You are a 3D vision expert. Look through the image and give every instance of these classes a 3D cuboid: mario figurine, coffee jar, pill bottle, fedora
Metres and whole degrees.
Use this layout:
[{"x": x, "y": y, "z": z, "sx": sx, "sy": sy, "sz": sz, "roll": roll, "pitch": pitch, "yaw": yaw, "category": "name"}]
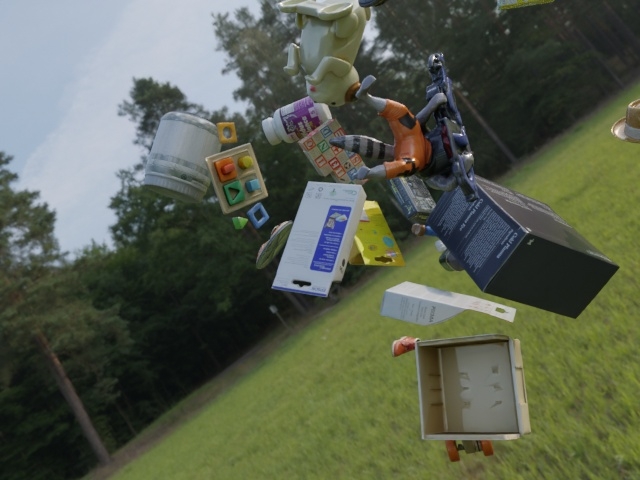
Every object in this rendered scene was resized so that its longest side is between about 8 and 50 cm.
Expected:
[{"x": 0.557, "y": -0.057, "z": 2.395, "sx": 0.170, "sy": 0.321, "sz": 0.198, "roll": -111, "pitch": 38, "yaw": -56, "category": "mario figurine"}, {"x": 0.473, "y": 0.059, "z": 1.980, "sx": 0.096, "sy": 0.079, "sz": 0.184, "roll": -46, "pitch": -4, "yaw": 0, "category": "coffee jar"}, {"x": -0.109, "y": -0.552, "z": 2.651, "sx": 0.302, "sy": 0.169, "sz": 0.169, "roll": -20, "pitch": -2, "yaw": 13, "category": "pill bottle"}, {"x": 0.843, "y": -0.316, "z": 1.459, "sx": 0.195, "sy": 0.079, "sz": 0.194, "roll": -16, "pitch": 29, "yaw": 9, "category": "fedora"}]

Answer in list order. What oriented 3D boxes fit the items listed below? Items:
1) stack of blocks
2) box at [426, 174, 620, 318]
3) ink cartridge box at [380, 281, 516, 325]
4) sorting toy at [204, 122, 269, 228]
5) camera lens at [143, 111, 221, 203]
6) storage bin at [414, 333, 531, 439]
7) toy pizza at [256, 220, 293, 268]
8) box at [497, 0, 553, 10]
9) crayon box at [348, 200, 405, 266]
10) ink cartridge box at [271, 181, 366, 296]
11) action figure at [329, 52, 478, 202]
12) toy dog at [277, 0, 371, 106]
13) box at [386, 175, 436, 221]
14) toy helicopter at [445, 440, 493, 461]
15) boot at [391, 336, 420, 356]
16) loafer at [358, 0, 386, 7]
[{"x": 0.062, "y": -0.336, "z": 2.390, "sx": 0.171, "sy": 0.297, "sz": 0.087, "roll": -38, "pitch": 19, "yaw": -7, "category": "stack of blocks"}, {"x": 0.502, "y": 0.008, "z": 1.458, "sx": 0.344, "sy": 0.312, "sz": 0.178, "roll": 16, "pitch": -64, "yaw": -27, "category": "box"}, {"x": 0.415, "y": 0.225, "z": 1.830, "sx": 0.308, "sy": 0.385, "sz": 0.091, "roll": -2, "pitch": -75, "yaw": -70, "category": "ink cartridge box"}, {"x": -0.249, "y": -0.195, "z": 1.763, "sx": 0.047, "sy": 0.347, "sz": 0.196, "roll": -5, "pitch": 18, "yaw": 45, "category": "sorting toy"}, {"x": -0.466, "y": -0.286, "z": 1.961, "sx": 0.219, "sy": 0.220, "sz": 0.274, "roll": 95, "pitch": -170, "yaw": -82, "category": "camera lens"}, {"x": 0.407, "y": 0.398, "z": 1.545, "sx": 0.261, "sy": 0.262, "sz": 0.123, "roll": -15, "pitch": -21, "yaw": 39, "category": "storage bin"}, {"x": -0.163, "y": 0.010, "z": 1.955, "sx": 0.201, "sy": 0.032, "sz": 0.201, "roll": -52, "pitch": -9, "yaw": -12, "category": "toy pizza"}, {"x": 0.591, "y": -0.721, "z": 1.619, "sx": 0.179, "sy": 0.105, "sz": 0.043, "roll": -6, "pitch": 6, "yaw": 6, "category": "box"}, {"x": 0.173, "y": -0.013, "z": 2.175, "sx": 0.202, "sy": 0.318, "sz": 0.081, "roll": 4, "pitch": -40, "yaw": -33, "category": "crayon box"}, {"x": 0.000, "y": 0.000, "z": 1.518, "sx": 0.065, "sy": 0.166, "sz": 0.332, "roll": 56, "pitch": -132, "yaw": -55, "category": "ink cartridge box"}, {"x": 0.195, "y": -0.230, "z": 1.205, "sx": 0.330, "sy": 0.340, "sz": 0.179, "roll": 11, "pitch": -25, "yaw": -38, "category": "action figure"}, {"x": 0.032, "y": -0.714, "z": 2.193, "sx": 0.395, "sy": 0.285, "sz": 0.407, "roll": -41, "pitch": -40, "yaw": -41, "category": "toy dog"}, {"x": 0.351, "y": -0.183, "z": 2.202, "sx": 0.059, "sy": 0.232, "sz": 0.184, "roll": -40, "pitch": -26, "yaw": 31, "category": "box"}, {"x": 0.442, "y": 0.524, "z": 1.841, "sx": 0.140, "sy": 0.354, "sz": 0.234, "roll": -15, "pitch": 33, "yaw": 11, "category": "toy helicopter"}, {"x": 0.350, "y": 0.434, "z": 2.349, "sx": 0.085, "sy": 0.059, "sz": 0.158, "roll": -3, "pitch": 12, "yaw": 36, "category": "boot"}, {"x": 0.232, "y": -0.829, "z": 1.854, "sx": 0.095, "sy": 0.108, "sz": 0.303, "roll": 7, "pitch": -7, "yaw": -26, "category": "loafer"}]
